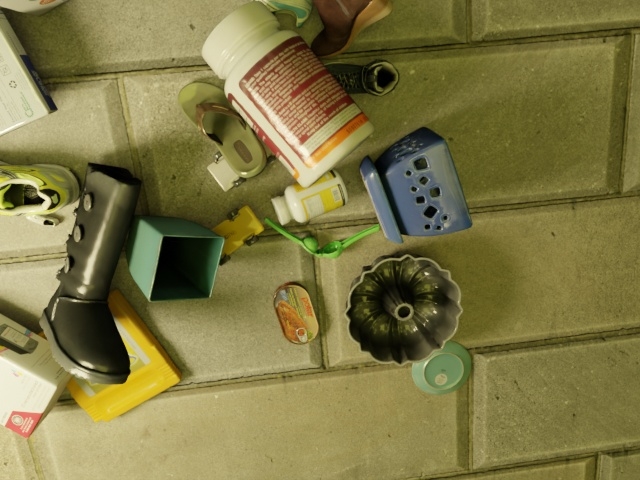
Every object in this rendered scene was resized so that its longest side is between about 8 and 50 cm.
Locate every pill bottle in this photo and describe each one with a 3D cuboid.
[{"bbox_3d":[-0.077,-0.338,1.249,0.224,0.224,0.392,-40,94,6],"label":"pill bottle"},{"bbox_3d":[-0.029,-0.109,1.392,0.184,0.103,0.103,-22,108,-9],"label":"pill bottle"}]

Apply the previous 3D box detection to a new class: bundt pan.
[{"bbox_3d":[0.221,0.179,1.506,0.331,0.124,0.330,-2,106,-6],"label":"bundt pan"}]

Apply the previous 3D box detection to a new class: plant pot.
[{"bbox_3d":[0.228,-0.133,1.363,0.212,0.236,0.235,-20,108,6],"label":"plant pot"},{"bbox_3d":[-0.385,0.025,1.332,0.166,0.234,0.165,2,110,-44],"label":"plant pot"}]

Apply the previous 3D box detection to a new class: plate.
[{"bbox_3d":[0.374,0.395,1.637,0.188,0.024,0.188,-2,106,-6],"label":"plate"}]

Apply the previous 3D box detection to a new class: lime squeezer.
[{"bbox_3d":[0.000,0.000,1.452,0.311,0.058,0.109,4,136,-5],"label":"lime squeezer"}]

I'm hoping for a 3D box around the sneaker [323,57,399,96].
[{"bbox_3d":[0.080,-0.394,1.304,0.226,0.163,0.086,-5,108,-3],"label":"sneaker"}]

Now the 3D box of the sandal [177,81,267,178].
[{"bbox_3d":[-0.238,-0.281,1.297,0.120,0.086,0.302,-44,74,6],"label":"sandal"}]

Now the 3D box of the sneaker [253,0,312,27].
[{"bbox_3d":[-0.137,-0.580,1.266,0.237,0.085,0.086,20,99,-10],"label":"sneaker"}]

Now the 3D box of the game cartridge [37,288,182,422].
[{"bbox_3d":[-0.599,0.335,1.505,0.285,0.052,0.323,-30,105,4],"label":"game cartridge"}]

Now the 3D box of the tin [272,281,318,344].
[{"bbox_3d":[-0.070,0.208,1.530,0.106,0.040,0.189,-15,107,3],"label":"tin"}]

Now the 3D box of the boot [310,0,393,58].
[{"bbox_3d":[0.017,-0.532,1.213,0.248,0.090,0.207,-22,149,39],"label":"boot"}]

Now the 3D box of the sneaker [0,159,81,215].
[{"bbox_3d":[-0.801,-0.131,1.298,0.385,0.147,0.145,-3,108,-4],"label":"sneaker"}]

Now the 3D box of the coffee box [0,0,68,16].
[{"bbox_3d":[-0.579,-0.694,1.056,0.338,0.334,0.338,-28,107,2],"label":"coffee box"}]

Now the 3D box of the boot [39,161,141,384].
[{"bbox_3d":[-0.509,0.063,1.274,0.146,0.367,0.445,16,99,-53],"label":"boot"}]

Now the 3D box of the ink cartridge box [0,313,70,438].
[{"bbox_3d":[-0.834,0.344,1.410,0.306,0.131,0.226,32,113,-9],"label":"ink cartridge box"}]

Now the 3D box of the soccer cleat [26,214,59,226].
[{"bbox_3d":[-0.722,-0.054,1.386,0.083,0.035,0.029,16,104,-10],"label":"soccer cleat"}]

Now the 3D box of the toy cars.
[{"bbox_3d":[-0.213,-0.113,1.398,0.177,0.087,0.393,14,100,2],"label":"toy cars"}]

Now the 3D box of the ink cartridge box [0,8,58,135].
[{"bbox_3d":[-0.819,-0.373,1.184,0.330,0.071,0.324,-21,109,4],"label":"ink cartridge box"}]
